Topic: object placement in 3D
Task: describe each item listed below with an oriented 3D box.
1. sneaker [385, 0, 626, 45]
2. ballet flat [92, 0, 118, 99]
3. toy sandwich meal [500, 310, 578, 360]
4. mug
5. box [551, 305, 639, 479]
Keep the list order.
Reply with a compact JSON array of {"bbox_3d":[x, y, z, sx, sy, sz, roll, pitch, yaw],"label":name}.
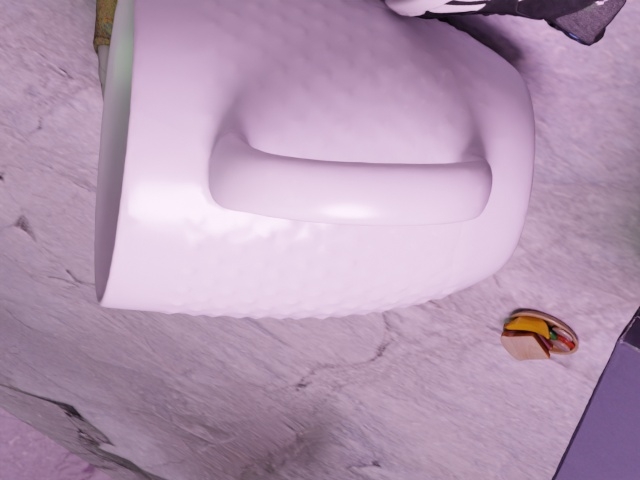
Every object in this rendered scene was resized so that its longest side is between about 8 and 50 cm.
[{"bbox_3d":[0.149,-0.183,1.444,0.121,0.079,0.217,38,154,-22],"label":"sneaker"},{"bbox_3d":[-0.152,-0.133,1.764,0.123,0.123,0.348,23,163,9],"label":"ballet flat"},{"bbox_3d":[0.226,0.103,1.992,0.085,0.029,0.085,23,156,11],"label":"toy sandwich meal"},{"bbox_3d":[0.003,-0.062,1.513,0.328,0.276,0.374,5,-171,-11],"label":"mug"},{"bbox_3d":[0.332,0.077,1.436,0.179,0.312,0.343,31,153,12],"label":"box"}]
